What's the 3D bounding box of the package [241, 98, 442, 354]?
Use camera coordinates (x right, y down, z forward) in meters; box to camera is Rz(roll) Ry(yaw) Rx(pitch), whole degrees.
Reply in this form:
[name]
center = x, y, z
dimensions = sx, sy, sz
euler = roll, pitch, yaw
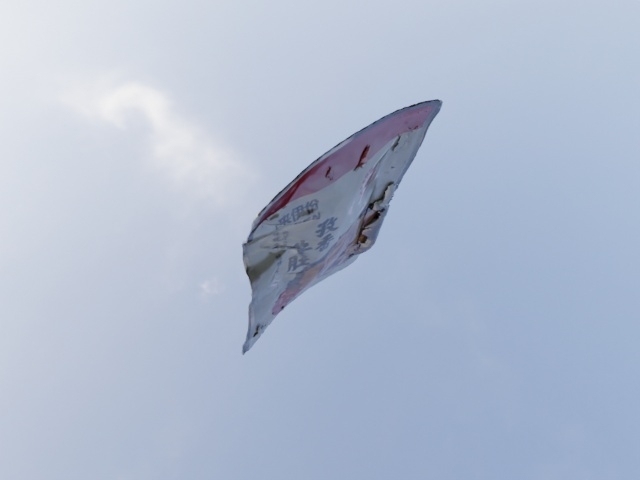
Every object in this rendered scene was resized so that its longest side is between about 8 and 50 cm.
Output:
[package]
center = 0.000, 0.000, 0.411
dimensions = 0.154, 0.239, 0.030
euler = -36, -109, -27
